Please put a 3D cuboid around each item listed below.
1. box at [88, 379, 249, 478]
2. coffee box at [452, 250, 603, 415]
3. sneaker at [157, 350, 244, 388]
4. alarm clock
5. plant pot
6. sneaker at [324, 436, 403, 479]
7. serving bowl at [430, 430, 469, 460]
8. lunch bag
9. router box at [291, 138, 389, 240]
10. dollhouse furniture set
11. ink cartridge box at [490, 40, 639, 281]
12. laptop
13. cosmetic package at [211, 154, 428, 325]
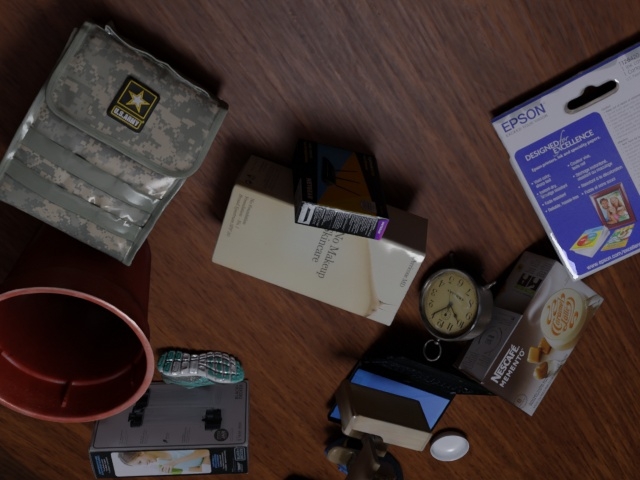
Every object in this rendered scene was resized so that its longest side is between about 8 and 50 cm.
[{"bbox_3d":[-0.283,0.361,1.450,0.290,0.169,0.087,-1,128,-5],"label":"box"},{"bbox_3d":[0.366,0.162,1.328,0.141,0.098,0.246,35,86,-24],"label":"coffee box"},{"bbox_3d":[-0.232,0.255,1.451,0.167,0.065,0.076,10,141,-7],"label":"sneaker"},{"bbox_3d":[0.234,0.130,1.335,0.064,0.129,0.192,12,110,-47],"label":"alarm clock"},{"bbox_3d":[-0.385,0.096,1.192,0.273,0.265,0.272,-2,126,-2],"label":"plant pot"},{"bbox_3d":[0.096,0.488,1.633,0.082,0.069,0.209,-27,127,37],"label":"sneaker"},{"bbox_3d":[0.278,0.441,1.627,0.083,0.027,0.083,-2,125,-3],"label":"serving bowl"},{"bbox_3d":[-0.301,-0.146,1.090,0.235,0.169,0.287,30,111,-19],"label":"lunch bag"},{"bbox_3d":[0.026,-0.080,1.147,0.133,0.179,0.046,11,126,-13],"label":"router box"},{"bbox_3d":[0.074,0.403,1.409,0.161,0.212,0.242,19,112,-17],"label":"dollhouse furniture set"},{"bbox_3d":[0.472,-0.132,1.189,0.304,0.072,0.307,-27,99,15],"label":"ink cartridge box"},{"bbox_3d":[0.179,0.322,1.464,0.234,0.136,0.264,21,163,-19],"label":"laptop"},{"bbox_3d":[0.000,0.000,1.207,0.310,0.113,0.160,20,123,-1],"label":"cosmetic package"}]
